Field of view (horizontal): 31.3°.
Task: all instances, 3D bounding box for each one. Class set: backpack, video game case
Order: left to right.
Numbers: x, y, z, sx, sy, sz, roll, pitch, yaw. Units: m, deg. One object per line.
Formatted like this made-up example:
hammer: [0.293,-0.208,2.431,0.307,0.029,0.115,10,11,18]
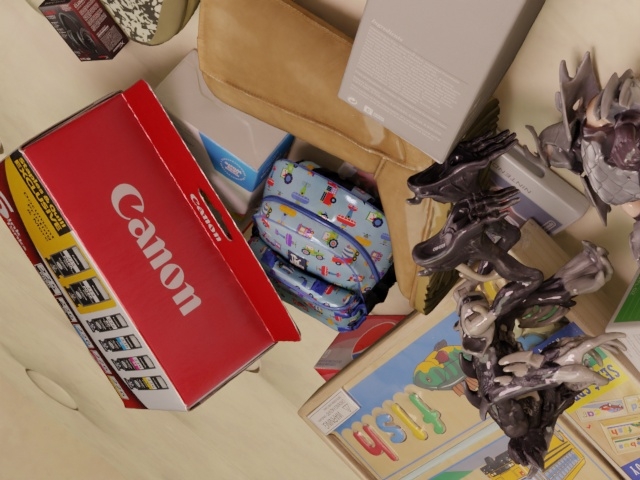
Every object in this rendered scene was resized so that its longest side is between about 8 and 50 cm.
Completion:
backpack: [0.000,0.000,1.134,0.158,0.117,0.173,31,166,12]
video game case: [0.122,-0.049,1.044,0.183,0.023,0.201,37,154,-3]

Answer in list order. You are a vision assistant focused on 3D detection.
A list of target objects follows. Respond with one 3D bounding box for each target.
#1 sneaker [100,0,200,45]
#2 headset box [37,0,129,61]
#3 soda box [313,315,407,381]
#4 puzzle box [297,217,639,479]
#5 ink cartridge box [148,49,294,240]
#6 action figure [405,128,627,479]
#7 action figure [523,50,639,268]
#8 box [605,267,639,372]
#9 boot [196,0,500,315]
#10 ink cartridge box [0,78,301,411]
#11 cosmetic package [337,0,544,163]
sneaker: [-0.218,-0.287,0.874,0.158,0.182,0.410,21,151,28]
headset box: [-0.247,-0.227,1.181,0.062,0.032,0.083,7,143,45]
soda box: [0.112,0.143,1.297,0.083,0.092,0.263,50,151,-22]
puzzle box: [0.170,0.181,1.126,0.272,0.052,0.409,45,139,1]
ink cartridge box: [-0.115,-0.083,1.209,0.134,0.078,0.231,34,154,4]
action figure: [0.162,0.062,0.873,0.141,0.164,0.276,-18,124,12]
action figure: [0.262,-0.041,0.807,0.285,0.099,0.185,19,163,39]
box: [0.306,0.065,0.922,0.102,0.101,0.087,47,152,-21]
boot: [0.016,-0.087,0.990,0.269,0.089,0.236,29,132,25]
ink cartridge box: [-0.193,0.015,1.182,0.309,0.130,0.272,58,153,-9]
cosmetic package: [0.098,-0.172,0.752,0.107,0.127,0.238,34,156,4]
